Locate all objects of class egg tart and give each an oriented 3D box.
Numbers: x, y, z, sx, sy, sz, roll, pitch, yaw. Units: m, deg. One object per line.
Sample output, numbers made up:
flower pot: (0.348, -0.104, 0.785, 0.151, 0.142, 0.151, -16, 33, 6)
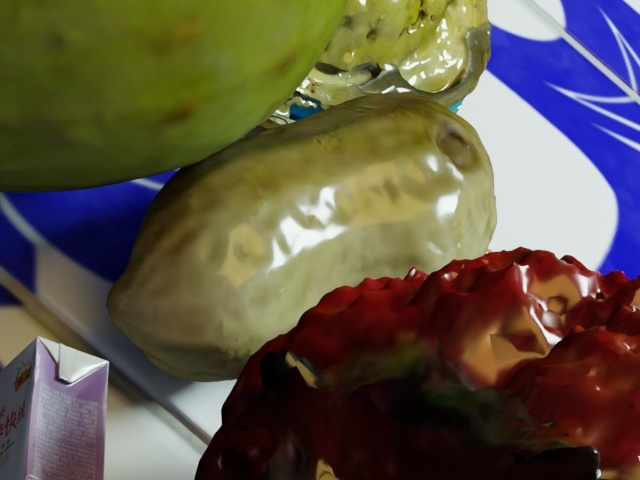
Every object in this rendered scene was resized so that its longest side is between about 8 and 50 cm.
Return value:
egg tart: (-0.009, -0.177, 0.886, 0.290, 0.107, 0.291, 21, 44, -22)

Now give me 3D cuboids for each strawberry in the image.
strawberry: (0.102, 0.111, 0.610, 0.261, 0.261, 0.257, 46, 48, 5)

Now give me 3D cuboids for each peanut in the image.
peanut: (0.000, 0.000, 0.733, 0.236, 0.110, 0.120, -25, 81, -46)

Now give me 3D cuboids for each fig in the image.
fig: (-0.145, -0.139, 0.638, 0.326, 0.258, 0.258, -20, 68, -34)

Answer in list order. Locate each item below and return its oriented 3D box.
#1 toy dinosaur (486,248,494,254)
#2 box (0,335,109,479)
toy dinosaur: (0.163, 0.110, 0.819, 0.286, 0.070, 0.139, 54, 19, 11)
box: (-0.110, 0.099, 0.602, 0.036, 0.050, 0.117, 24, 41, -30)
